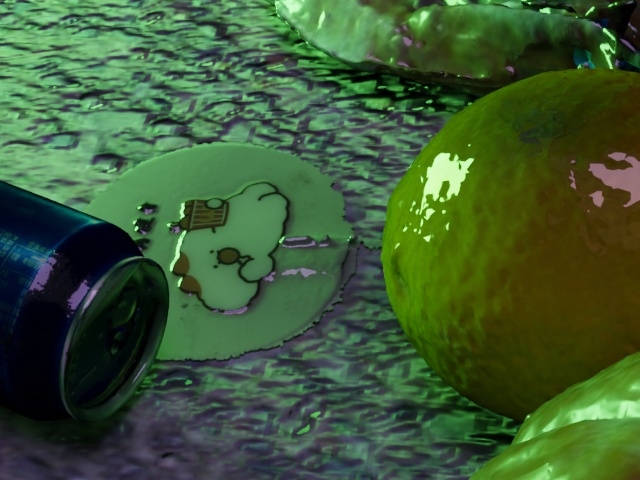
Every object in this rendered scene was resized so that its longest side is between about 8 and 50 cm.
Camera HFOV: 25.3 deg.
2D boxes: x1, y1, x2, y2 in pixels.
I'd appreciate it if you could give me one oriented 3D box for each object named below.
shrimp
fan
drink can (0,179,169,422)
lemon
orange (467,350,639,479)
[{"bbox_3d":[0.109,-0.157,0.963,0.221,0.110,0.446,-28,46,-14],"label":"shrimp"},{"bbox_3d":[0.000,-0.001,0.876,0.329,0.009,0.191,0,45,6],"label":"fan"},{"bbox_3d":[-0.192,0.022,0.796,0.204,0.118,0.118,22,51,23],"label":"drink can"},{"bbox_3d":[0.137,0.008,0.729,0.256,0.188,0.188,5,44,34],"label":"lemon"},{"bbox_3d":[0.184,0.173,0.524,0.329,0.249,0.329,1,39,-1],"label":"orange"}]
